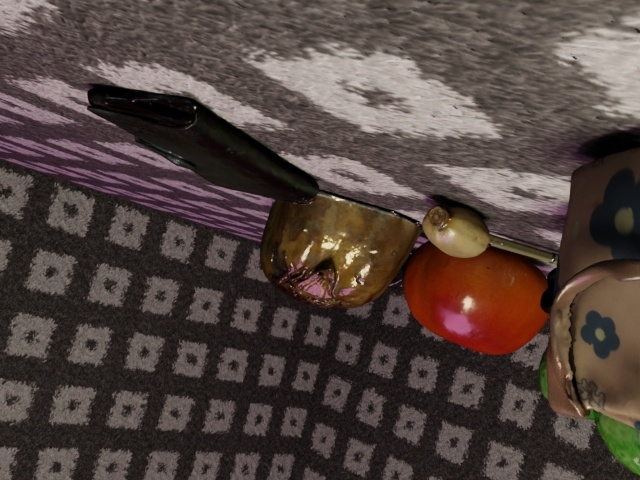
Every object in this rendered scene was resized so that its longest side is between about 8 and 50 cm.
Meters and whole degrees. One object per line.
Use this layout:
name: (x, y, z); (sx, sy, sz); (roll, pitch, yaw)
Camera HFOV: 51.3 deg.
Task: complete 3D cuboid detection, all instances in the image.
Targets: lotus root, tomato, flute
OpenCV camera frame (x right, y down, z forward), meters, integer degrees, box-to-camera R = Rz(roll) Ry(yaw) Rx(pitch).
lotus root: (0.023, 0.020, 1.135); (0.272, 0.192, 0.272); (20, 171, 3)
tomato: (0.271, 0.099, 1.184); (0.260, 0.180, 0.260); (23, 176, 2)
lotus root: (0.177, -0.010, 0.862); (0.073, 0.062, 0.150); (12, 173, 37)
flute: (0.275, 0.007, 0.980); (0.233, 0.027, 0.027); (16, 176, -6)

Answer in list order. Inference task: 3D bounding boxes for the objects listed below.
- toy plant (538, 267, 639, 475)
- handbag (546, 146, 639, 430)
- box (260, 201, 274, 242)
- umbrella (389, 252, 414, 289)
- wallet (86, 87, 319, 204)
toy plant: (0.300, 0.095, 0.633); (0.175, 0.235, 0.218); (15, 176, -11)
handbag: (0.263, 0.045, 0.403); (0.190, 0.193, 0.251); (12, 177, -13)
box: (0.000, 0.000, 1.426); (0.153, 0.092, 0.245); (13, 175, 26)
umbrella: (0.199, 0.065, 1.574); (0.118, 0.118, 0.340); (18, 179, -27)
wallet: (-0.138, -0.109, 0.837); (0.172, 0.045, 0.318); (12, 173, 24)
